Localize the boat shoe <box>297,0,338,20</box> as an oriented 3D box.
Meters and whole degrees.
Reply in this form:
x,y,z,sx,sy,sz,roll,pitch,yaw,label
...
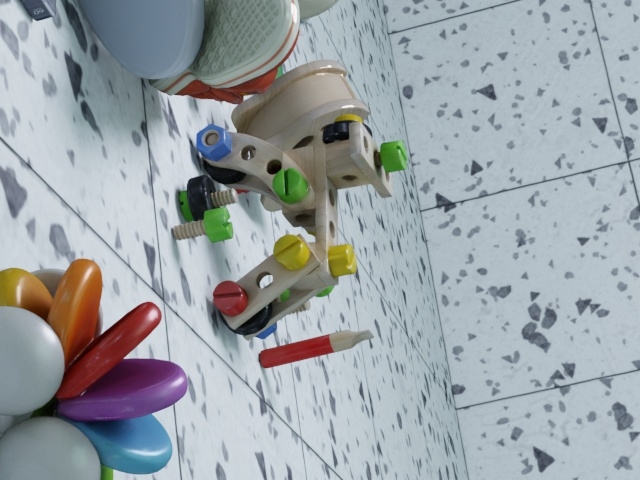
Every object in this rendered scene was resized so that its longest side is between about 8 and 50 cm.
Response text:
x,y,z,sx,sy,sz,roll,pitch,yaw,label
-0.071,-0.328,2.031,0.233,0.084,0.079,-1,67,-40,boat shoe

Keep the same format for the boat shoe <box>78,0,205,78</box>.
x,y,z,sx,sy,sz,roll,pitch,yaw,label
-0.181,-0.341,1.559,0.156,0.135,0.367,-27,96,-63,boat shoe

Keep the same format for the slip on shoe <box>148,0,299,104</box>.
x,y,z,sx,sy,sz,roll,pitch,yaw,label
-0.081,-0.195,1.589,0.331,0.101,0.123,174,-70,-69,slip on shoe

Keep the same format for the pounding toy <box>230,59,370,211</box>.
x,y,z,sx,sy,sz,roll,pitch,yaw,label
-0.039,-0.167,1.972,0.269,0.154,0.155,83,-19,-64,pounding toy

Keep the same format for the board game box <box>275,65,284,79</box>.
x,y,z,sx,sy,sz,roll,pitch,yaw,label
-0.093,-0.319,2.297,0.136,0.030,0.260,47,31,-73,board game box

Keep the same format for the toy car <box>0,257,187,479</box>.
x,y,z,sx,sy,sz,roll,pitch,yaw,label
-0.163,0.099,1.116,0.159,0.136,0.182,-66,141,-74,toy car

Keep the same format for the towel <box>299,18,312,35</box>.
x,y,z,sx,sy,sz,roll,pitch,yaw,label
-0.082,-0.488,2.206,0.320,0.090,0.375,-85,164,-67,towel

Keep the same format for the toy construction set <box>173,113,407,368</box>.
x,y,z,sx,sy,sz,roll,pitch,yaw,label
0.000,0.000,1.814,0.257,0.237,0.309,-90,164,-51,toy construction set

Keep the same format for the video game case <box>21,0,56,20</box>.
x,y,z,sx,sy,sz,roll,pitch,yaw,label
-0.286,-0.343,1.330,0.274,0.026,0.196,63,17,-55,video game case
